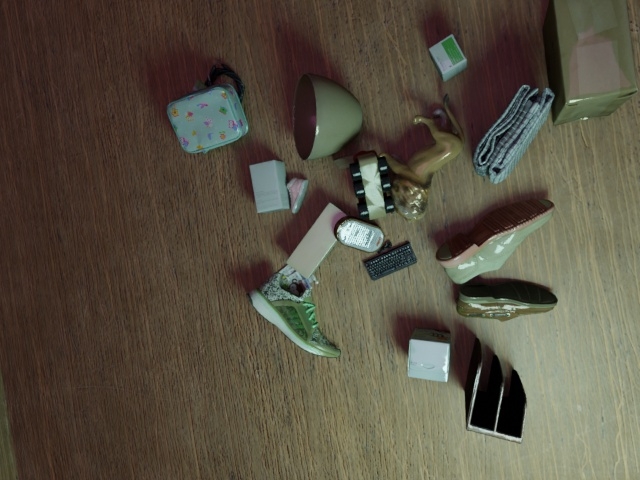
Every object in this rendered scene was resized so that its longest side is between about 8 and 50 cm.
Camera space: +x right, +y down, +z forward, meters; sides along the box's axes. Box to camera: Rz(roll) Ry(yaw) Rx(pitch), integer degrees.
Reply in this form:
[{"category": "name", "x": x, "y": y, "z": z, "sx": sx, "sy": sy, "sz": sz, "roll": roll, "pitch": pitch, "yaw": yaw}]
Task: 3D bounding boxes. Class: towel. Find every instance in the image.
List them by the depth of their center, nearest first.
[{"category": "towel", "x": 0.576, "y": -0.322, "z": 1.389, "sx": 0.121, "sy": 0.235, "sz": 0.284, "roll": 34, "pitch": 102, "yaw": 19}, {"category": "towel", "x": -0.471, "y": -0.537, "z": 1.787, "sx": 0.113, "sy": 0.023, "sz": 0.152, "roll": 42, "pitch": 120, "yaw": 8}]

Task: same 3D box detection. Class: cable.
[{"category": "cable", "x": -0.375, "y": -0.588, "z": 1.762, "sx": 0.184, "sy": 0.047, "sz": 0.151, "roll": 43, "pitch": 104, "yaw": 10}]

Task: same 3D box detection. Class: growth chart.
[{"category": "growth chart", "x": -0.118, "y": 0.180, "z": 1.736, "sx": 0.237, "sy": 0.021, "sz": 0.172, "roll": -43, "pitch": 81, "yaw": 15}]

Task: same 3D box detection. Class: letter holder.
[{"category": "letter holder", "x": 0.539, "y": 0.438, "z": 1.400, "sx": 0.151, "sy": 0.302, "sz": 0.215, "roll": 9, "pitch": 95, "yaw": 16}]

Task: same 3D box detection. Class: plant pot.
[{"category": "plant pot", "x": 0.032, "y": -0.419, "z": 1.554, "sx": 0.190, "sy": 0.284, "sz": 0.285, "roll": -4, "pitch": 92, "yaw": -18}]

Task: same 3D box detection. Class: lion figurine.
[{"category": "lion figurine", "x": 0.353, "y": -0.265, "z": 1.499, "sx": 0.392, "sy": 0.142, "sz": 0.240, "roll": -49, "pitch": 65, "yaw": 21}]

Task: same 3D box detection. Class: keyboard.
[{"category": "keyboard", "x": 0.243, "y": 0.063, "z": 1.618, "sx": 0.180, "sy": 0.023, "sz": 0.108, "roll": -25, "pitch": 85, "yaw": 16}]

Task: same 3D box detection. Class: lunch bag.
[{"category": "lunch bag", "x": -0.427, "y": -0.456, "z": 1.727, "sx": 0.279, "sy": 0.108, "sz": 0.224, "roll": -11, "pitch": 117, "yaw": 20}]

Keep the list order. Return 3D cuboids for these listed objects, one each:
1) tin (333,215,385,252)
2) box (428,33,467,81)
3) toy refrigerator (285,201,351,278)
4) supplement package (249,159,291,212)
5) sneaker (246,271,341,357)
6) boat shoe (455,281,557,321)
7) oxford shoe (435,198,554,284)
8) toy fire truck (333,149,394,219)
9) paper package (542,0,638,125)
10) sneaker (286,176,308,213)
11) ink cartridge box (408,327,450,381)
[{"category": "tin", "x": 0.137, "y": -0.019, "z": 1.586, "sx": 0.189, "sy": 0.040, "sz": 0.106, "roll": 17, "pitch": 109, "yaw": -21}, {"category": "box", "x": 0.418, "y": -0.597, "z": 1.489, "sx": 0.087, "sy": 0.102, "sz": 0.101, "roll": -28, "pitch": 86, "yaw": 18}, {"category": "toy refrigerator", "x": 0.000, "y": 0.000, "z": 1.646, "sx": 0.102, "sy": 0.094, "sz": 0.270, "roll": 37, "pitch": 98, "yaw": 7}, {"category": "supplement package", "x": -0.184, "y": -0.199, "z": 1.692, "sx": 0.105, "sy": 0.105, "sz": 0.180, "roll": -9, "pitch": 91, "yaw": 18}, {"category": "sneaker", "x": -0.070, "y": 0.268, "z": 1.658, "sx": 0.410, "sy": 0.158, "sz": 0.182, "roll": 39, "pitch": 88, "yaw": 1}, {"category": "boat shoe", "x": 0.600, "y": 0.204, "z": 1.484, "sx": 0.307, "sy": 0.111, "sz": 0.105, "roll": 4, "pitch": 122, "yaw": 10}, {"category": "oxford shoe", "x": 0.577, "y": 0.002, "z": 1.479, "sx": 0.396, "sy": 0.140, "sz": 0.147, "roll": -29, "pitch": 115, "yaw": 12}, {"category": "toy fire truck", "x": 0.142, "y": -0.209, "z": 1.561, "sx": 0.158, "sy": 0.246, "sz": 0.217, "roll": -13, "pitch": 118, "yaw": 3}, {"category": "paper package", "x": 0.746, "y": -0.523, "z": 1.284, "sx": 0.168, "sy": 0.309, "sz": 0.325, "roll": -7, "pitch": 90, "yaw": 21}, {"category": "sneaker", "x": -0.098, "y": -0.172, "z": 1.697, "sx": 0.070, "sy": 0.051, "sz": 0.135, "roll": 20, "pitch": 95, "yaw": 17}, {"category": "ink cartridge box", "x": 0.366, "y": 0.376, "z": 1.515, "sx": 0.128, "sy": 0.176, "sz": 0.128, "roll": 3, "pitch": 94, "yaw": 17}]
